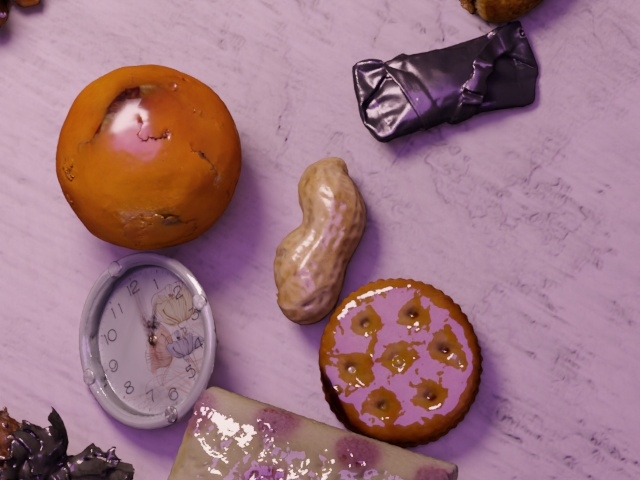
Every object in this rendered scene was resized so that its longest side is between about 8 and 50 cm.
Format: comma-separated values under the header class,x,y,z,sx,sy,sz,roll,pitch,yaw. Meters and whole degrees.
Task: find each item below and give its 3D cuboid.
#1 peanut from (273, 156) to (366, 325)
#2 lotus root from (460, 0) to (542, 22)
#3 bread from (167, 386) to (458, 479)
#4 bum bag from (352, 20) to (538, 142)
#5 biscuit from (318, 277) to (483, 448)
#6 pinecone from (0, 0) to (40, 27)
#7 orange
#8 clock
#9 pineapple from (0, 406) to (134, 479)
class,x,y,z,sx,sy,sz,roll,pitch,yaw
peanut,0.000,0.000,1.867,0.103,0.098,0.229,20,80,-8
lotus root,0.275,-0.366,1.894,0.190,0.094,0.108,-27,110,-2
bread,-0.014,0.317,1.780,0.338,0.155,0.187,18,79,12
bum bag,0.168,-0.213,1.897,0.248,0.060,0.123,-18,74,4
biscuit,0.103,0.160,1.836,0.220,0.066,0.220,-2,80,10
pinecone,-0.506,-0.389,1.972,0.229,0.201,0.202,-49,60,23
orange,-0.226,-0.108,1.852,0.246,0.246,0.246,-2,79,9
clock,-0.221,0.133,1.878,0.236,0.053,0.236,-3,85,35
pineapple,-0.388,0.290,1.850,0.310,0.141,0.170,12,119,7
